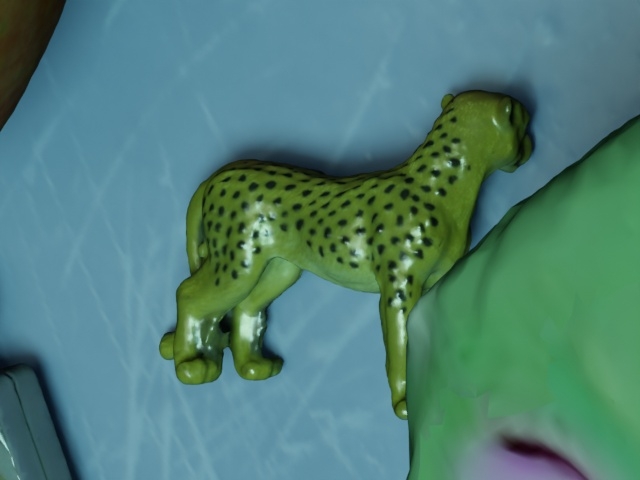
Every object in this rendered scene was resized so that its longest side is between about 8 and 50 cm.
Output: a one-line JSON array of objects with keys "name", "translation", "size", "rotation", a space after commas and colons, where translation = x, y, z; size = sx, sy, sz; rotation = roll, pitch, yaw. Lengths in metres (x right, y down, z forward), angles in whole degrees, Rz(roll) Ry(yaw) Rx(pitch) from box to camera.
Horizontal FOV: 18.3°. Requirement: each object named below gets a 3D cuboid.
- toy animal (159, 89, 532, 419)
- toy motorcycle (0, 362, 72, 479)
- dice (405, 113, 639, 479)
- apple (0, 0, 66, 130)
[{"name": "toy animal", "translation": [0.000, 0.000, 0.863], "size": [0.181, 0.073, 0.136], "rotation": [5, 93, 35]}, {"name": "toy motorcycle", "translation": [-0.189, 0.125, 0.955], "size": [0.152, 0.073, 0.225], "rotation": [-26, 89, 27]}, {"name": "dice", "translation": [0.241, 0.068, 0.586], "size": [0.322, 0.318, 0.330], "rotation": [59, 144, 8]}, {"name": "apple", "translation": [-0.277, -0.164, 0.797], "size": [0.391, 0.346, 0.391], "rotation": [9, 111, 25]}]
